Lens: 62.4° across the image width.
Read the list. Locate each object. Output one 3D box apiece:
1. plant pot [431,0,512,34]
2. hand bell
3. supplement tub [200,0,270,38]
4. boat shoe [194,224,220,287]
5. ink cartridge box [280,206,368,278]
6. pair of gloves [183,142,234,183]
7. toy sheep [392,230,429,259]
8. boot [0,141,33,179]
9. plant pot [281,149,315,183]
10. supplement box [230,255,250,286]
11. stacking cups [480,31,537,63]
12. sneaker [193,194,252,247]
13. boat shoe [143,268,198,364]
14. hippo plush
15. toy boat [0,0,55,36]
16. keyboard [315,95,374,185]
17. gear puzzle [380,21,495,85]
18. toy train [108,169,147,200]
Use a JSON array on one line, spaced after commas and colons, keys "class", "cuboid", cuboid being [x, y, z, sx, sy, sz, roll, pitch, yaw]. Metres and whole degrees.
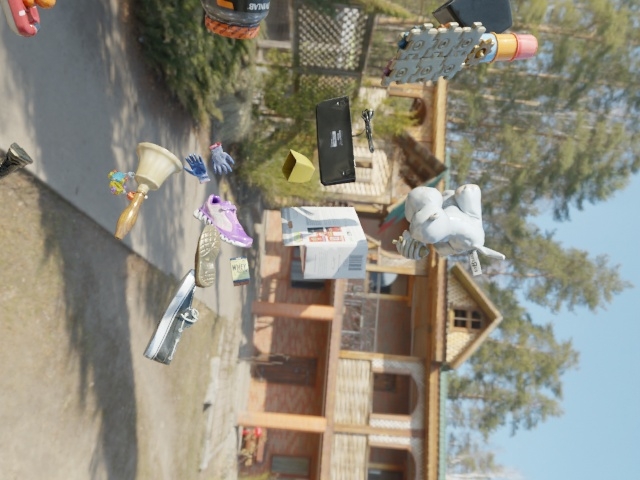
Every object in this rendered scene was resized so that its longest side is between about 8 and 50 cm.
[{"class": "plant pot", "cuboid": [0.488, -0.702, 1.647, 0.167, 0.188, 0.187, 54, 8, -16]}, {"class": "hand bell", "cuboid": [-0.453, -0.110, 1.321, 0.126, 0.126, 0.242, 99, 10, -66]}, {"class": "supplement tub", "cuboid": [-0.233, -0.772, 1.508, 0.207, 0.207, 0.338, -87, -171, -52]}, {"class": "boat shoe", "cuboid": [-0.322, 0.044, 1.462, 0.060, 0.064, 0.178, -16, -115, 49]}, {"class": "ink cartridge box", "cuboid": [0.000, 0.000, 1.798, 0.309, 0.271, 0.130, -101, -167, -63]}, {"class": "pair of gloves", "cuboid": [-0.463, -0.315, 2.183, 0.159, 0.198, 0.023, 72, -4, -45]}, {"class": "toy sheep", "cuboid": [0.291, 0.018, 1.703, 0.091, 0.132, 0.091, -29, 130, -40]}, {"class": "boot", "cuboid": [-0.987, -0.235, 1.667, 0.077, 0.137, 0.198, 54, -16, -12]}, {"class": "plant pot", "cuboid": [-0.068, -0.234, 1.723, 0.081, 0.083, 0.081, -61, -145, 26]}, {"class": "supplement box", "cuboid": [-0.269, 0.104, 1.763, 0.083, 0.056, 0.083, 121, -41, -74]}, {"class": "stacking cups", "cuboid": [0.426, -0.517, 1.406, 0.096, 0.316, 0.096, 172, -90, -78]}, {"class": "sneaker", "cuboid": [-0.292, -0.064, 1.639, 0.105, 0.236, 0.095, -57, 152, 6]}, {"class": "boat shoe", "cuboid": [-0.444, 0.243, 1.675, 0.113, 0.105, 0.306, -17, -132, 65]}, {"class": "hippo plush", "cuboid": [0.347, -0.036, 1.578, 0.234, 0.236, 0.294, 132, -43, -52]}, {"class": "toy boat", "cuboid": [-0.945, -0.789, 1.722, 0.151, 0.151, 0.231, -102, -170, -53]}, {"class": "keyboard", "cuboid": [0.087, -0.334, 1.736, 0.033, 0.201, 0.317, 47, 37, -66]}, {"class": "gear puzzle", "cuboid": [0.297, -0.457, 1.265, 0.044, 0.338, 0.175, 62, -33, 21]}, {"class": "toy train", "cuboid": [-0.701, -0.187, 1.901, 0.046, 0.125, 0.166, -55, -134, 27]}]
